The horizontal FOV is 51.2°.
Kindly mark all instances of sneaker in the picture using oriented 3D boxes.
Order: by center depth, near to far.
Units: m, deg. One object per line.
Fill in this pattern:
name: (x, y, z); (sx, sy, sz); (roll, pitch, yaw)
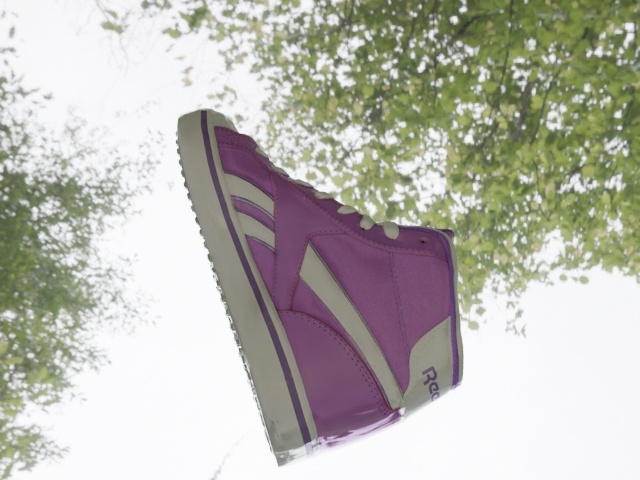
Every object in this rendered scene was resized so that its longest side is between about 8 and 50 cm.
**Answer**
sneaker: (0.000, 0.001, 0.465); (0.161, 0.102, 0.282); (-20, -122, -9)
